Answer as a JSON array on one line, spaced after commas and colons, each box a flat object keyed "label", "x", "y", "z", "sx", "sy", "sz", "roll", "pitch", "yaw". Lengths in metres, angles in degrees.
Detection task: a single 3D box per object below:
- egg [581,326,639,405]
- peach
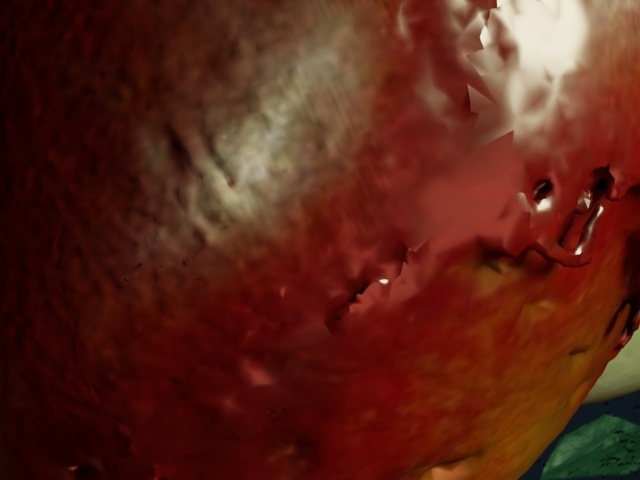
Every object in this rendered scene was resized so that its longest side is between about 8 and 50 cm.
[{"label": "egg", "x": 0.217, "y": -0.028, "z": 1.047, "sx": 0.336, "sy": 0.278, "sz": 0.278, "roll": -26, "pitch": 132, "yaw": 0}, {"label": "peach", "x": -0.004, "y": -0.051, "z": 0.629, "sx": 0.339, "sy": 0.353, "sz": 0.416, "roll": 1, "pitch": 107, "yaw": -63}]
